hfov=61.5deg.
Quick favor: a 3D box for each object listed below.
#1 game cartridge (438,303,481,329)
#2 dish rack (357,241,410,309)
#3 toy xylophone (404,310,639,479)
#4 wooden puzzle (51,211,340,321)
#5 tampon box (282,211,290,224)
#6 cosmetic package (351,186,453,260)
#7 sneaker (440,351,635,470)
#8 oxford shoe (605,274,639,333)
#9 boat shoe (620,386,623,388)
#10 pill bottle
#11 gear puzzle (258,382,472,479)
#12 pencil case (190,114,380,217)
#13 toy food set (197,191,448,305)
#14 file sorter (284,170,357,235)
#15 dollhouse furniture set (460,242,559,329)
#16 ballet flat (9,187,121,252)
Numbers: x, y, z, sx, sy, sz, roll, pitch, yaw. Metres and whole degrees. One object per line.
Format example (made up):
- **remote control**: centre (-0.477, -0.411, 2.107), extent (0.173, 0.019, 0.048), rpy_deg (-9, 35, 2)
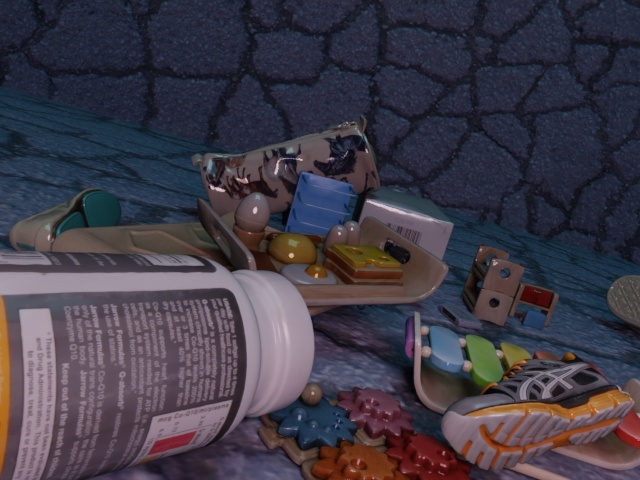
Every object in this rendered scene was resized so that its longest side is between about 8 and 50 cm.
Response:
- **game cartridge**: centre (0.263, 0.143, 1.008), extent (0.056, 0.017, 0.083), rpy_deg (8, 14, -16)
- **dish rack**: centre (0.056, 0.054, 0.979), extent (0.271, 0.074, 0.208), rpy_deg (-14, 29, -43)
- **toy xylophone**: centre (0.249, 0.190, 0.639), extent (0.322, 0.081, 0.236), rpy_deg (15, 13, -2)
- **wooden puzzle**: centre (-0.140, 0.055, 0.772), extent (0.322, 0.080, 0.348), rpy_deg (23, 20, 28)
- **tampon box**: centre (-0.042, -0.105, 1.453), extent (0.101, 0.120, 0.161), rpy_deg (13, 13, -8)
- **cosmetic package**: centre (0.189, -0.037, 1.378), extent (0.217, 0.156, 0.385), rpy_deg (16, 12, 2)
- **sneaker**: centre (0.201, 0.159, 0.525), extent (0.215, 0.084, 0.083), rpy_deg (2, 37, -27)
- **oxford shoe**: centre (0.875, 0.206, 1.195), extent (0.449, 0.169, 0.130), rpy_deg (27, -5, 43)
- **boat shoe**: centre (0.432, 0.247, 0.663), extent (0.076, 0.083, 0.226), rpy_deg (3, 3, -9)
- **pill bottle**: centre (-0.148, 0.089, 0.412), extent (0.278, 0.162, 0.162), rpy_deg (4, 17, -45)
- **gear puzzle**: centre (0.091, 0.212, 0.434), extent (0.175, 0.044, 0.339), rpy_deg (6, 16, -37)
- **pencil case**: centre (-0.077, -0.160, 1.227), extent (0.410, 0.183, 0.160), rpy_deg (-12, 23, 2)
- **toy food set**: centre (0.000, 0.000, 0.758), extent (0.306, 0.092, 0.220), rpy_deg (3, 20, -31)
- **file sorter**: centre (-0.004, -0.042, 1.131), extent (0.118, 0.170, 0.104), rpy_deg (14, 17, -10)
- **dollhouse furniture set**: centre (0.403, 0.102, 1.092), extent (0.183, 0.129, 0.129), rpy_deg (16, 13, 1)
- **ballet flat**: centre (-0.389, -0.029, 0.828), extent (0.086, 0.086, 0.248), rpy_deg (15, 14, -3)
